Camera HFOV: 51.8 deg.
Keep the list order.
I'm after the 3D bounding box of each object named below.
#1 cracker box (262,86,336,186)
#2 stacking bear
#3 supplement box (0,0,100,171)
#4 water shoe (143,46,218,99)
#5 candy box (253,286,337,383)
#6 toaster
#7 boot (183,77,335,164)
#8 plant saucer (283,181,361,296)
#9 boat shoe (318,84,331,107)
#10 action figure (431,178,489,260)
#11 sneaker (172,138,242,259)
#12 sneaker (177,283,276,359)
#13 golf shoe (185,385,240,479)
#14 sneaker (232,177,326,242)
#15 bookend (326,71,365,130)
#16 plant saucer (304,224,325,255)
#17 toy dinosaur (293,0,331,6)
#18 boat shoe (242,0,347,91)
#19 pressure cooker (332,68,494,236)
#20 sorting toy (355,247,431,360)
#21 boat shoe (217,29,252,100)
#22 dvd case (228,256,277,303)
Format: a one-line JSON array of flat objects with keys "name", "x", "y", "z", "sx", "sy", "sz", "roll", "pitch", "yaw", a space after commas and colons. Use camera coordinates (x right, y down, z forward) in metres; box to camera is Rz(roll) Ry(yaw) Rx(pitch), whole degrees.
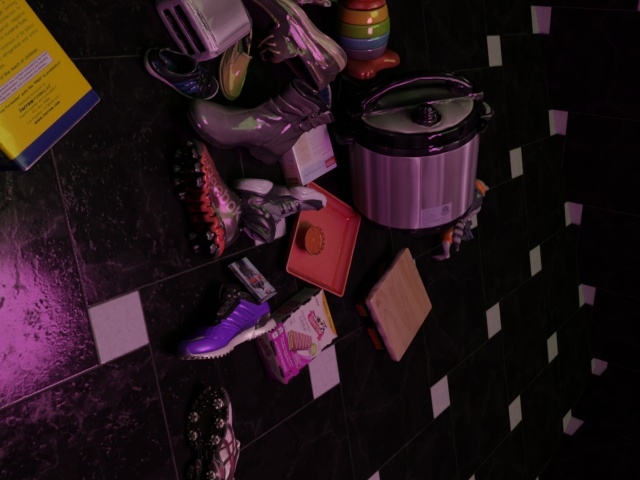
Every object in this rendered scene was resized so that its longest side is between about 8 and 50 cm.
[{"name": "cracker box", "x": -0.052, "y": -0.277, "z": 1.754, "sx": 0.156, "sy": 0.067, "sz": 0.232, "roll": -34, "pitch": 116, "yaw": -44}, {"name": "stacking bear", "x": 0.120, "y": -0.619, "z": 1.806, "sx": 0.175, "sy": 0.164, "sz": 0.288, "roll": -33, "pitch": 139, "yaw": -33}, {"name": "supplement box", "x": -0.567, "y": -0.298, "z": 1.034, "sx": 0.195, "sy": 0.194, "sz": 0.356, "roll": -57, "pitch": 131, "yaw": -32}, {"name": "water shoe", "x": -0.291, "y": -0.362, "z": 1.452, "sx": 0.203, "sy": 0.080, "sz": 0.072, "roll": 13, "pitch": 81, "yaw": -50}, {"name": "candy box", "x": -0.065, "y": 0.248, "z": 1.752, "sx": 0.233, "sy": 0.071, "sz": 0.159, "roll": -38, "pitch": 119, "yaw": -44}, {"name": "toaster", "x": -0.256, "y": -0.497, "z": 1.457, "sx": 0.146, "sy": 0.129, "sz": 0.227, "roll": -51, "pitch": 127, "yaw": -31}, {"name": "boot", "x": -0.133, "y": -0.303, "z": 1.521, "sx": 0.338, "sy": 0.223, "sz": 0.118, "roll": 8, "pitch": 54, "yaw": -56}, {"name": "plant saucer", "x": 0.000, "y": 0.000, "z": 1.841, "sx": 0.258, "sy": 0.048, "sz": 0.258, "roll": 29, "pitch": 70, "yaw": -47}, {"name": "boat shoe", "x": -0.005, "y": -0.435, "z": 1.800, "sx": 0.066, "sy": 0.066, "sz": 0.183, "roll": -47, "pitch": 126, "yaw": -70}, {"name": "action figure", "x": 0.505, "y": -0.079, "z": 2.354, "sx": 0.330, "sy": 0.179, "sz": 0.341, "roll": -55, "pitch": 128, "yaw": -21}, {"name": "sneaker", "x": -0.248, "y": -0.102, "z": 1.500, "sx": 0.135, "sy": 0.098, "sz": 0.275, "roll": -30, "pitch": 116, "yaw": -45}, {"name": "sneaker", "x": -0.230, "y": 0.178, "z": 1.539, "sx": 0.293, "sy": 0.102, "sz": 0.146, "roll": -20, "pitch": 100, "yaw": -53}, {"name": "golf shoe", "x": -0.245, "y": 0.466, "z": 1.541, "sx": 0.120, "sy": 0.105, "sz": 0.272, "roll": -2, "pitch": 99, "yaw": -66}, {"name": "sneaker", "x": -0.107, "y": -0.067, "z": 1.661, "sx": 0.269, "sy": 0.101, "sz": 0.153, "roll": 8, "pitch": 89, "yaw": -37}, {"name": "bookend", "x": 0.068, "y": -0.377, "z": 1.891, "sx": 0.156, "sy": 0.072, "sz": 0.157, "roll": 19, "pitch": 78, "yaw": -49}, {"name": "plant saucer", "x": -0.017, "y": 0.000, "z": 1.773, "sx": 0.084, "sy": 0.013, "sz": 0.083, "roll": -2, "pitch": 93, "yaw": -51}, {"name": "toy dinosaur", "x": -0.104, "y": -0.685, "z": 1.666, "sx": 0.313, "sy": 0.121, "sz": 0.160, "roll": 47, "pitch": 45, "yaw": -35}, {"name": "boat shoe", "x": -0.088, "y": -0.499, "z": 1.632, "sx": 0.355, "sy": 0.132, "sz": 0.130, "roll": 32, "pitch": 81, "yaw": -27}, {"name": "pressure cooker", "x": 0.261, "y": -0.270, "z": 1.824, "sx": 0.370, "sy": 0.376, "sz": 0.420, "roll": -45, "pitch": 143, "yaw": -36}, {"name": "sorting toy", "x": 0.225, "y": 0.198, "z": 2.085, "sx": 0.255, "sy": 0.089, "sz": 0.257, "roll": -50, "pitch": 127, "yaw": -37}, {"name": "boat shoe", "x": -0.197, "y": -0.430, "z": 1.569, "sx": 0.068, "sy": 0.072, "sz": 0.189, "roll": 5, "pitch": 87, "yaw": -50}, {"name": "dvd case", "x": -0.163, "y": 0.095, "z": 1.600, "sx": 0.119, "sy": 0.013, "sz": 0.087, "roll": 49, "pitch": 21, "yaw": 5}]
